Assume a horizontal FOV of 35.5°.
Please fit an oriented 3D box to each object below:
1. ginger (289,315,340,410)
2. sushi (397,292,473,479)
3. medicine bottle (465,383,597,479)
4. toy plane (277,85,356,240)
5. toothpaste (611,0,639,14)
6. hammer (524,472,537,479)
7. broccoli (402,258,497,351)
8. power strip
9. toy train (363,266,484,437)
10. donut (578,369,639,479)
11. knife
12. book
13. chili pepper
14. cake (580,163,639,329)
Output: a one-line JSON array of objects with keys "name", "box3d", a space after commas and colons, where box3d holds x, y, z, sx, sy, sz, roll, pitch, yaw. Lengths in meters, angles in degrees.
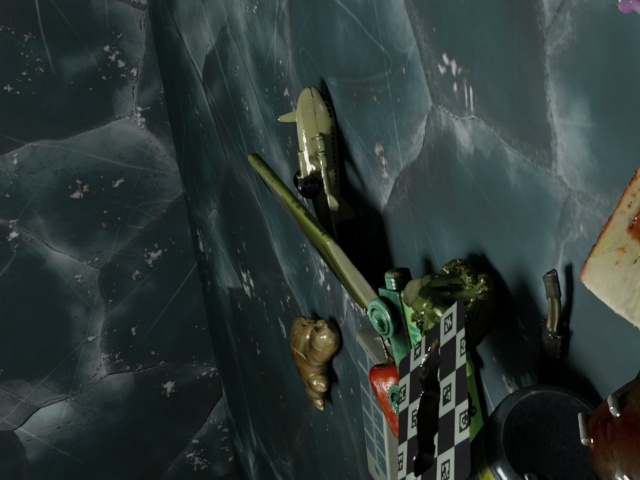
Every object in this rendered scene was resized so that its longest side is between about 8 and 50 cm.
[{"name": "ginger", "box3d": [-0.013, 0.251, 2.061, 0.148, 0.081, 0.333, 42, 150, 32]}, {"name": "sushi", "box3d": [0.148, 0.199, 1.137, 0.192, 0.050, 0.215, 123, 156, -53]}, {"name": "medicine bottle", "box3d": [0.228, 0.281, 1.154, 0.293, 0.141, 0.141, 100, 149, -60]}, {"name": "toy plane", "box3d": [-0.005, -0.127, 1.623, 0.229, 0.092, 0.244, -113, 7, -76]}, {"name": "toothpaste", "box3d": [0.229, -0.239, 0.838, 0.045, 0.028, 0.170, 99, 154, -44]}, {"name": "hammer", "box3d": [0.231, 0.305, 0.958, 0.305, 0.202, 0.113, 57, -142, -44]}, {"name": "broccoli", "box3d": [0.159, 0.082, 1.232, 0.130, 0.120, 0.131, -17, 58, 54]}, {"name": "power strip", "box3d": [0.111, 0.318, 1.761, 0.106, 0.043, 0.367, -129, 27, -54]}, {"name": "toy train", "box3d": [0.156, 0.163, 1.384, 0.157, 0.105, 0.253, 11, 117, 56]}, {"name": "donut", "box3d": [0.342, 0.271, 0.788, 0.259, 0.136, 0.345, 179, 74, -77]}, {"name": "knife", "box3d": [0.257, 0.115, 1.106, 0.045, 0.021, 0.222, 42, 150, 51]}, {"name": "book", "box3d": [0.000, 0.000, 1.655, 0.239, 0.035, 0.352, 54, 178, -36]}, {"name": "chili pepper", "box3d": [0.119, 0.222, 1.571, 0.086, 0.084, 0.192, -22, 90, 57]}, {"name": "cake", "box3d": [0.269, -0.039, 0.668, 0.158, 0.160, 0.262, -134, 33, -64]}]
